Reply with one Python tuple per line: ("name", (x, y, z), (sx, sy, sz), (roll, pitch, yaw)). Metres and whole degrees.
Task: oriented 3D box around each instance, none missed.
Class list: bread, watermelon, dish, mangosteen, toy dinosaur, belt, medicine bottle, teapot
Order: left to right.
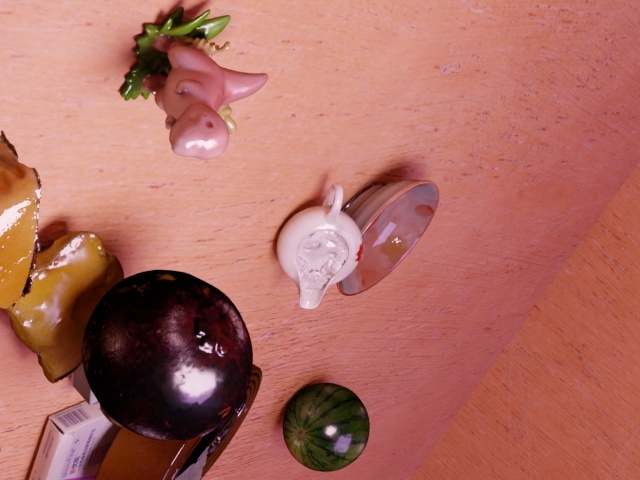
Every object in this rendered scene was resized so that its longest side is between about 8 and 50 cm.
("bread", (-0.371, -0.013, 1.349), (0.169, 0.140, 0.160), (-44, 150, -12))
("bread", (-0.338, 0.077, 1.603), (0.161, 0.088, 0.233), (-44, 154, -22))
("medicine bottle", (-0.388, 0.337, 1.953), (0.171, 0.052, 0.201), (-19, 142, -49))
("mangosteen", (-0.215, 0.159, 1.584), (0.265, 0.228, 0.228), (-32, 171, 40))
("belt", (-0.235, 0.314, 2.016), (0.339, 0.122, 0.217), (-50, 161, -37))
("toy dinosaur", (-0.137, -0.183, 1.435), (0.194, 0.177, 0.152), (-16, 142, -54))
("teapot", (0.000, 0.000, 2.027), (0.145, 0.092, 0.226), (5, 120, -16))
("watermelon", (0.018, 0.393, 2.563), (0.188, 0.188, 0.214), (-57, 155, 19))
("dish", (0.097, -0.025, 2.192), (0.260, 0.085, 0.260), (-40, 157, -21))

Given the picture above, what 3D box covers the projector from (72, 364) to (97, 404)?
("projector", (-0.310, 0.161, 1.801), (0.115, 0.061, 0.147), (-31, 151, -37))
